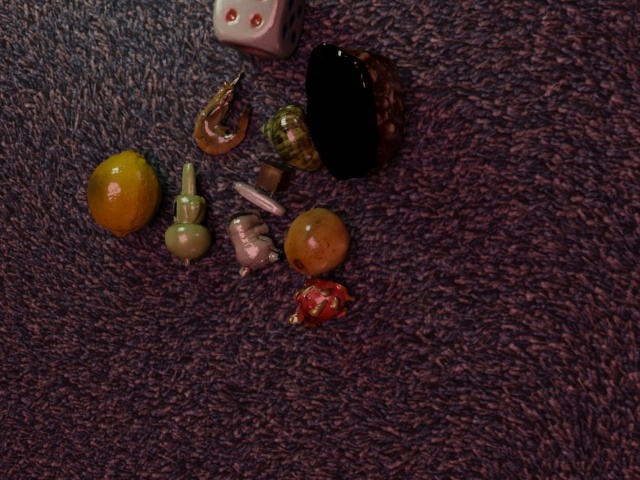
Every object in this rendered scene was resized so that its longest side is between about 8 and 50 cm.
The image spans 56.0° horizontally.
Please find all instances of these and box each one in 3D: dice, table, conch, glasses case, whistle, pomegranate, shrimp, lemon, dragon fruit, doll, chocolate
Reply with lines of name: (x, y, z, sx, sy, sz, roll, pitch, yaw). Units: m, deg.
dice: (-0.162, -0.598, 1.602, 0.193, 0.194, 0.191, 15, 100, 16)
table: (-0.129, -0.171, 1.685, 0.070, 0.083, 0.082, 26, 108, 16)
conch: (-0.076, -0.272, 1.631, 0.181, 0.124, 0.187, 40, 145, 47)
glasses case: (-0.170, -0.118, 1.709, 0.164, 0.063, 0.041, 31, 99, 11)
whistle: (-0.369, -0.070, 1.756, 0.141, 0.141, 0.293, 9, 79, 15)
pomegranate: (0.000, 0.000, 1.617, 0.196, 0.196, 0.196, 1, 95, 16)
shrimp: (-0.264, -0.353, 1.721, 0.145, 0.059, 0.254, 44, 105, 6)
lemon: (-0.569, -0.137, 1.752, 0.204, 0.204, 0.260, 16, 99, 14)
dragon fruit: (-0.009, 0.173, 1.655, 0.208, 0.150, 0.133, -36, 116, 21)
doll: (-0.194, 0.006, 1.712, 0.149, 0.095, 0.192, -30, 83, 14)
chocolate: (0.109, -0.332, 1.535, 0.225, 0.210, 0.339, -3, 99, 46)
